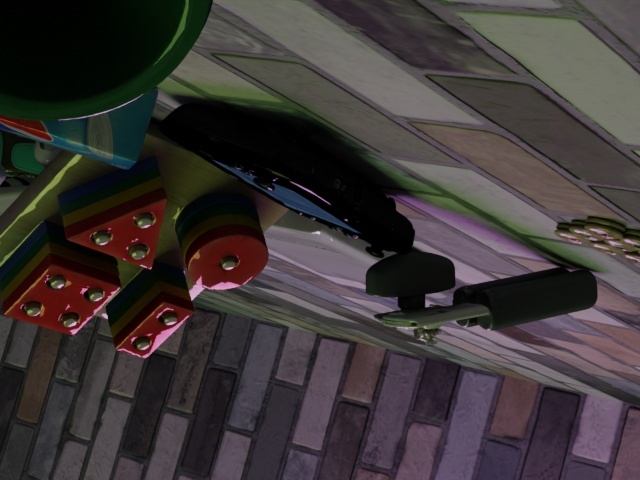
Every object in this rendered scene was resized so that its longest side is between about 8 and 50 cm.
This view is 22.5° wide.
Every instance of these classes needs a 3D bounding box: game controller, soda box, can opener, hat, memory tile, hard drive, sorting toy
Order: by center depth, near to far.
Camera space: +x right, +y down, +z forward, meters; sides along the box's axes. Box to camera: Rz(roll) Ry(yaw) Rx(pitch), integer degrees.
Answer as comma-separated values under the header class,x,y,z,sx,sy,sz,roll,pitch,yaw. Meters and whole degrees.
class,x,y,z,sx,sy,sz,roll,pitch,yaw
hat,-0.172,-0.191,0.999,0.173,0.183,0.208,13,134,-31
soda box,-0.257,-0.130,1.440,0.210,0.071,0.067,17,173,-11
memory tile,0.301,0.008,1.519,0.148,0.012,0.113,17,173,-13
game controller,-0.025,-0.053,1.545,0.166,0.067,0.319,12,171,27
sorting toy,-0.190,0.010,1.684,0.257,0.089,0.255,22,126,-40
can opener,0.176,0.054,1.703,0.280,0.093,0.074,-4,-172,-35
hard drive,0.000,0.000,1.981,0.210,0.040,0.319,11,171,34

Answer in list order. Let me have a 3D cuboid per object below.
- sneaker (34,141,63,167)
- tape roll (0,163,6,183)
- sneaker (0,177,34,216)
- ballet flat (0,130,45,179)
class,x,y,z,sx,sy,sz,roll,pitch,yaw
sneaker,-0.218,-0.047,1.754,0.111,0.129,0.297,16,172,28
tape roll,-0.429,-0.108,1.468,0.286,0.100,0.286,38,-178,-2
sneaker,-0.341,-0.071,1.947,0.217,0.121,0.079,8,136,17
ballet flat,-0.359,-0.105,1.894,0.188,0.070,0.070,17,173,15
